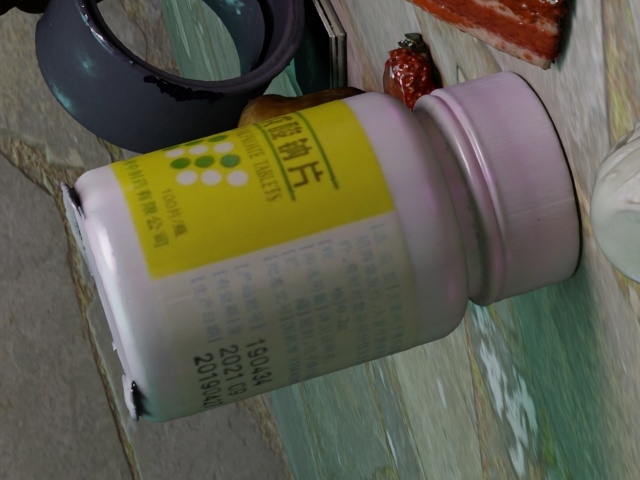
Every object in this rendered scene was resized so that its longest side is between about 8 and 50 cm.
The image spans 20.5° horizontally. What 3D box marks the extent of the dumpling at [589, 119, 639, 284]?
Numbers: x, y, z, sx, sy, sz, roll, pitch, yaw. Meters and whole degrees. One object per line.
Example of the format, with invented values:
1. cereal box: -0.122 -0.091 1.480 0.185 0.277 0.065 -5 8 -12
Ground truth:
1. dumpling: 0.221 0.003 1.061 0.134 0.100 0.169 61 175 -16

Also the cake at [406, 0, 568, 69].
1. cake: 0.112 -0.262 1.356 0.262 0.159 0.158 31 151 20

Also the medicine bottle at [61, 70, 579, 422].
1. medicine bottle: 0.000 0.000 1.435 0.213 0.379 0.213 164 90 -80

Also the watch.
1. watch: -0.208 -0.253 2.005 0.327 0.335 0.314 51 142 8

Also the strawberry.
1. strawberry: 0.087 -0.130 1.710 0.104 0.048 0.152 -114 15 -51

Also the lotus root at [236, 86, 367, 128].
1. lotus root: -0.008 -0.072 1.901 0.291 0.193 0.193 -95 -10 -79

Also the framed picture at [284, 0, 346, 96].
1. framed picture: -0.012 -0.231 2.168 0.293 0.018 0.231 88 162 -54
